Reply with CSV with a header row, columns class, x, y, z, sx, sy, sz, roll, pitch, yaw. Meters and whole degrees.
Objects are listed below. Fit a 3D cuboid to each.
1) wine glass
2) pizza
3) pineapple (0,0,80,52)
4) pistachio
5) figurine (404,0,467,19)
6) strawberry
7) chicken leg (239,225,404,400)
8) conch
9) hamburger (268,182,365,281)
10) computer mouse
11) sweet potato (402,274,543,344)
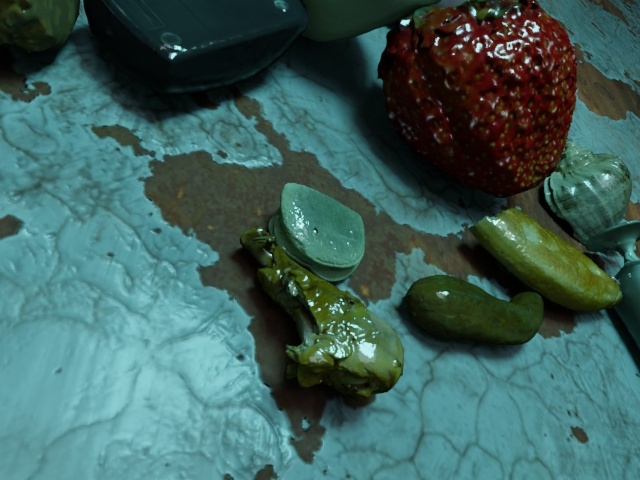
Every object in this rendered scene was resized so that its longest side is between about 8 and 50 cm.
class,x,y,z,sx,sy,sz,roll,pitch,yaw
wine glass,0.491,0.092,0.705,0.103,0.103,0.231,5,60,-27
pizza,0.320,0.028,0.673,0.271,0.056,0.134,19,40,-25
pineapple,-0.418,-0.293,0.440,0.340,0.169,0.169,11,53,-13
pistachio,0.044,-0.393,0.686,0.226,0.208,0.332,3,18,-38
figurine,0.255,-0.500,0.913,0.261,0.211,0.270,34,47,-4
strawberry,0.226,-0.194,0.675,0.238,0.250,0.288,-31,102,-47
chicken leg,-0.014,0.068,0.454,0.101,0.085,0.207,-35,70,-30
conch,0.460,-0.072,0.824,0.155,0.130,0.207,-20,92,-3
hamburger,0.002,-0.001,0.526,0.121,0.054,0.084,22,48,-24
computer mouse,-0.145,-0.269,0.598,0.170,0.100,0.269,46,53,11
sweet potato,0.203,0.087,0.573,0.233,0.062,0.081,10,50,-28
